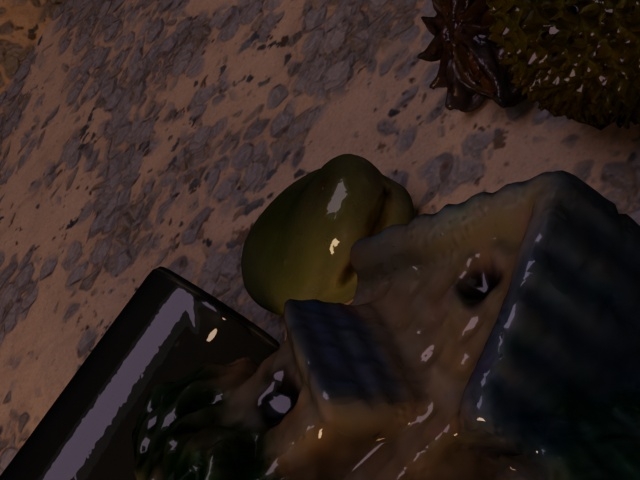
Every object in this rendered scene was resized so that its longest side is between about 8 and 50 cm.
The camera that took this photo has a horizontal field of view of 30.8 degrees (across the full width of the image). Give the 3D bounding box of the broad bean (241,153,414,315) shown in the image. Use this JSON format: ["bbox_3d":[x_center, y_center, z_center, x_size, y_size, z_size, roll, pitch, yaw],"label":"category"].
[{"bbox_3d":[0.000,0.000,1.347,0.263,0.121,0.189,-25,48,57],"label":"broad bean"}]

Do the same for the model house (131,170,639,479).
[{"bbox_3d":[0.161,0.182,0.734,0.400,0.395,0.445,-45,30,10],"label":"model house"}]

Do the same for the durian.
[{"bbox_3d":[0.295,-0.237,1.079,0.293,0.258,0.258,-9,52,22],"label":"durian"}]

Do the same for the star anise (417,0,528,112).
[{"bbox_3d":[0.194,-0.252,1.316,0.214,0.099,0.220,9,89,58],"label":"star anise"}]

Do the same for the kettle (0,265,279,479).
[{"bbox_3d":[-0.191,0.209,1.354,0.203,0.262,0.308,30,81,20],"label":"kettle"}]
